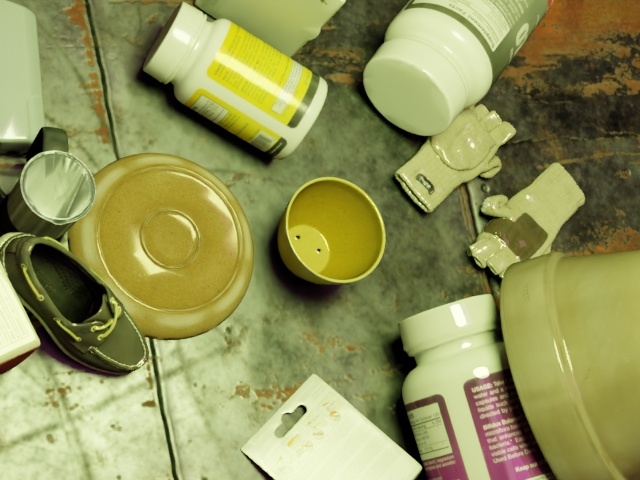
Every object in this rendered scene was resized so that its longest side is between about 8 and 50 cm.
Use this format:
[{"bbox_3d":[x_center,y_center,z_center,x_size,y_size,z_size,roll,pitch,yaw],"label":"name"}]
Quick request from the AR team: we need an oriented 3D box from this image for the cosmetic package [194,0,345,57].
[{"bbox_3d":[0.000,-0.440,1.713,0.155,0.197,0.365,33,60,-14],"label":"cosmetic package"}]

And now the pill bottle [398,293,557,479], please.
[{"bbox_3d":[0.198,0.226,1.602,0.169,0.169,0.301,-11,79,-29],"label":"pill bottle"}]

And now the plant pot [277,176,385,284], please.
[{"bbox_3d":[0.000,0.000,1.621,0.134,0.095,0.134,8,70,-23],"label":"plant pot"}]

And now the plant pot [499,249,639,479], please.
[{"bbox_3d":[0.409,0.133,1.573,0.323,0.280,0.323,46,32,-39],"label":"plant pot"}]

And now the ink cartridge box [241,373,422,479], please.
[{"bbox_3d":[0.011,0.272,1.580,0.179,0.045,0.145,39,59,11],"label":"ink cartridge box"}]

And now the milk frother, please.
[{"bbox_3d":[-0.341,-0.053,1.445,0.143,0.135,0.129,-13,79,-29],"label":"milk frother"}]

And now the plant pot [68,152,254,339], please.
[{"bbox_3d":[-0.183,0.001,1.566,0.236,0.032,0.236,8,71,-24],"label":"plant pot"}]

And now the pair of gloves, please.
[{"bbox_3d":[0.234,-0.068,1.795,0.240,0.042,0.204,43,63,-6],"label":"pair of gloves"}]

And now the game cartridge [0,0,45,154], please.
[{"bbox_3d":[-0.465,-0.198,1.481,0.297,0.062,0.198,-1,78,-27],"label":"game cartridge"}]

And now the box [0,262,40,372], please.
[{"bbox_3d":[-0.435,0.103,1.350,0.232,0.127,0.148,-25,86,-31],"label":"box"}]

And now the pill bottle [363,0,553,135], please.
[{"bbox_3d":[0.188,-0.281,1.773,0.161,0.161,0.283,43,60,-8],"label":"pill bottle"}]

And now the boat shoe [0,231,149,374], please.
[{"bbox_3d":[-0.265,0.076,1.441,0.228,0.069,0.081,46,61,-32],"label":"boat shoe"}]

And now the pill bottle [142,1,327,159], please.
[{"bbox_3d":[-0.107,-0.200,1.621,0.209,0.119,0.119,31,62,-15],"label":"pill bottle"}]
